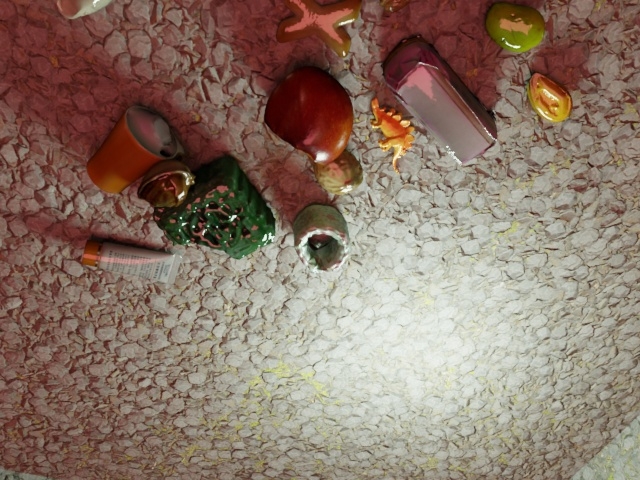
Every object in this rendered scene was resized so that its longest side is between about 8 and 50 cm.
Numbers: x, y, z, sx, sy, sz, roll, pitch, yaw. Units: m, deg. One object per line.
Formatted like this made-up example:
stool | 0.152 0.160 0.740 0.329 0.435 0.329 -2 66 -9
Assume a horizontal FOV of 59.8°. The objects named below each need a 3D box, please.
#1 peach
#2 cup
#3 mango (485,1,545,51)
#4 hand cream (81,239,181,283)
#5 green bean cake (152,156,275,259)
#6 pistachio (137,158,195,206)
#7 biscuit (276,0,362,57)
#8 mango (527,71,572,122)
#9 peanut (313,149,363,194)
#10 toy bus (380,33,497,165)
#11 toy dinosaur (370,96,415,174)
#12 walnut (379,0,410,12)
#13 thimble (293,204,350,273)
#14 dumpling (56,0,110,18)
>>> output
peach | -0.028 -0.342 1.524 0.249 0.274 0.245 1 128 -10
cup | -0.541 -0.250 1.642 0.264 0.182 0.226 -33 140 27
mango | 0.524 -0.575 1.504 0.163 0.089 0.117 13 132 3
hand cream | -0.640 0.068 1.895 0.314 0.089 0.139 17 124 -19
green bean cake | -0.331 -0.069 1.763 0.300 0.169 0.308 -26 123 15
pistachio | -0.439 -0.154 1.588 0.210 0.165 0.130 -17 85 46
biscuit | -0.006 -0.588 1.490 0.208 0.047 0.164 9 125 -9
mango | 0.668 -0.417 1.628 0.187 0.066 0.101 39 123 -20
peanut | 0.052 -0.217 1.715 0.141 0.109 0.159 -33 108 7
toy bus | 0.342 -0.392 1.572 0.171 0.162 0.386 -39 117 23
toy dinosaur | 0.228 -0.319 1.677 0.117 0.070 0.288 -23 127 13
walnut | 0.195 -0.640 1.446 0.096 0.082 0.079 -28 93 17
thimble | 0.000 0.000 1.838 0.185 0.149 0.211 8 125 -11
dumpling | -0.594 -0.646 1.395 0.169 0.100 0.134 -28 107 14
